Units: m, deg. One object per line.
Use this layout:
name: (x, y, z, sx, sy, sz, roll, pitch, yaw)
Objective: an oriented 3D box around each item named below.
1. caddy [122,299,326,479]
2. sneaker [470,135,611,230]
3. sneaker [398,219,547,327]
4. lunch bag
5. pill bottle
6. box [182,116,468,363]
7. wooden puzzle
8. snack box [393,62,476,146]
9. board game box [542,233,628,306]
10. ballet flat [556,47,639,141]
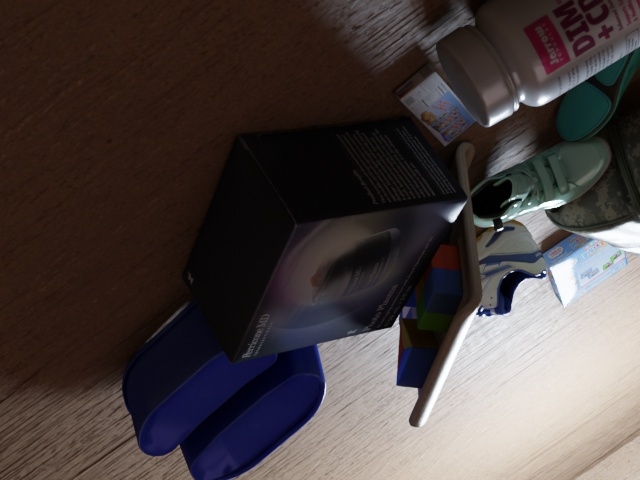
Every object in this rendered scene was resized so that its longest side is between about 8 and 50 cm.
caddy: (-0.151, 0.213, 1.917, 0.341, 0.179, 0.241, -41, 127, 16)
sneaker: (0.348, -0.090, 1.958, 0.256, 0.094, 0.151, -27, 176, 10)
sneaker: (0.268, 0.096, 2.185, 0.296, 0.131, 0.112, -43, 150, 19)
lunch bag: (0.551, -0.083, 2.115, 0.256, 0.212, 0.305, -30, 152, 30)
pill bottle: (0.308, -0.280, 1.644, 0.283, 0.160, 0.160, -32, 150, -2)
box: (0.000, 0.000, 1.742, 0.294, 0.183, 0.296, -9, 142, -33)
wooden puzzle: (0.169, 0.066, 1.911, 0.080, 0.348, 0.322, 9, 139, -5)
snack box: (0.169, -0.193, 1.777, 0.064, 0.022, 0.178, -40, 149, 10)
board game box: (0.526, 0.039, 2.435, 0.160, 0.039, 0.211, -34, 151, 1)
ballet flat: (0.448, -0.251, 1.906, 0.087, 0.083, 0.247, -30, 155, -34)
